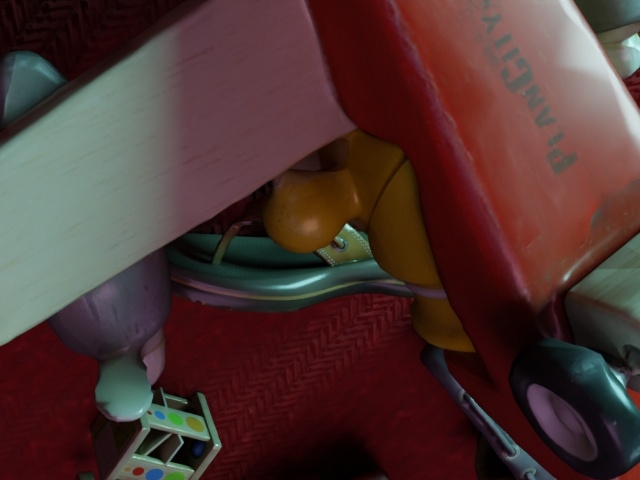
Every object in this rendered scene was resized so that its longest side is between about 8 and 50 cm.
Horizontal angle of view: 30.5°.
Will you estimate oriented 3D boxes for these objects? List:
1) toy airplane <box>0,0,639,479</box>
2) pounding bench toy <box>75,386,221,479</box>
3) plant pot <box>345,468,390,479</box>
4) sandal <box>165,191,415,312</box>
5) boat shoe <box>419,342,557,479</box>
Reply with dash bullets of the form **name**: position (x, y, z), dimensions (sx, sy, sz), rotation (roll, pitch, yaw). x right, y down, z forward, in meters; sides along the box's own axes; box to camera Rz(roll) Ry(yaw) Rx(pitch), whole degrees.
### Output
- **toy airplane**: position (0.026, -0.089, 0.542), dimensions (0.386, 0.272, 0.384), rotation (14, 81, -19)
- **pounding bench toy**: position (-0.112, 0.139, 0.758), dimensions (0.065, 0.052, 0.083), rotation (22, 115, -33)
- **plant pot**: position (-0.001, 0.278, 0.816), dimensions (0.174, 0.191, 0.191), rotation (-22, 130, -2)
- **sandal**: position (0.000, 0.000, 0.681), dimensions (0.219, 0.090, 0.060), rotation (0, 108, -19)
- **boat shoe**: position (0.153, 0.148, 0.843), dimensions (0.092, 0.102, 0.285), rotation (-27, 126, 6)
